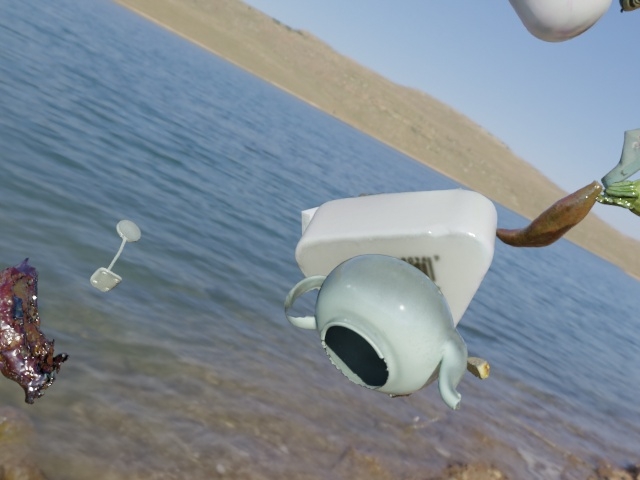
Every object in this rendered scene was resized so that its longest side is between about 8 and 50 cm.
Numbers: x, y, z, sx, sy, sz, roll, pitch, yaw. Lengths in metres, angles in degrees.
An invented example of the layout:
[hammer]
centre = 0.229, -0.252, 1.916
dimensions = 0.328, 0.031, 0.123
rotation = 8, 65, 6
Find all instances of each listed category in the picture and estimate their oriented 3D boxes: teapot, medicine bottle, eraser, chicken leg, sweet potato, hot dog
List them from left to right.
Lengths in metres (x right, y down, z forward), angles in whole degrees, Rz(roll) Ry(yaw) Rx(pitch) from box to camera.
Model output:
[chicken leg]
centre = -0.430, 0.124, 0.958
dimensions = 0.234, 0.063, 0.105
rotation = 64, 15, 18
[teapot]
centre = 0.075, 0.114, 0.857
dimensions = 0.294, 0.193, 0.129
rotation = 19, 44, 34
[eraser]
centre = 0.162, 0.035, 1.131
dimensions = 0.331, 0.331, 0.150
rotation = 28, 35, -1
[hot dog]
centre = 0.321, 0.255, 1.339
dimensions = 0.090, 0.034, 0.030
rotation = -167, -122, -83
[medicine bottle]
centre = 0.276, -0.429, 0.906
dimensions = 0.341, 0.130, 0.130
rotation = 62, 17, 8
[sweet potato]
centre = 0.432, -0.031, 1.268
dimensions = 0.058, 0.255, 0.078
rotation = -1, 69, -33

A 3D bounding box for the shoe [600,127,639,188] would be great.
[shoe]
centre = 0.612, -0.181, 1.274
dimensions = 0.078, 0.195, 0.079
rotation = 49, 33, 10

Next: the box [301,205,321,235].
[box]
centre = 0.000, 0.000, 1.529
dimensions = 0.084, 0.154, 0.040
rotation = -18, 29, -37

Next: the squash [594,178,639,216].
[squash]
centre = 0.594, -0.059, 1.007
dimensions = 0.340, 0.095, 0.094
rotation = -2, 5, 11

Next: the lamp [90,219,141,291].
[lamp]
centre = -0.373, 0.017, 1.240
dimensions = 0.050, 0.056, 0.198
rotation = 36, 31, -21

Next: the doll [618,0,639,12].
[doll]
centre = 0.638, -0.503, 1.249
dimensions = 0.102, 0.179, 0.089
rotation = 16, 43, -32

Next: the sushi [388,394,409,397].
[sushi]
centre = 0.217, 0.364, 1.864
dimensions = 0.078, 0.150, 0.090
rotation = 6, -12, -28
